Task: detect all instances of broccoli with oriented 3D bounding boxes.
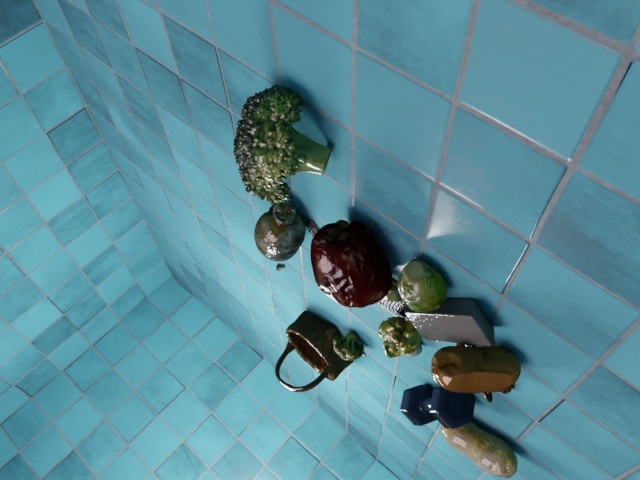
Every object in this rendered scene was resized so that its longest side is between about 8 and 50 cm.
[{"bbox_3d":[-0.119,-0.238,1.501,0.259,0.235,0.288,40,152,12],"label":"broccoli"},{"bbox_3d":[0.117,0.434,2.364,0.131,0.130,0.120,-120,41,-67],"label":"broccoli"}]

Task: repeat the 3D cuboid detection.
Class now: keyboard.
[{"bbox_3d":[0.000,0.000,1.966,0.166,0.017,0.055,55,157,-18],"label":"keyboard"},{"bbox_3d":[0.182,0.180,1.943,0.309,0.018,0.101,24,148,42],"label":"keyboard"}]

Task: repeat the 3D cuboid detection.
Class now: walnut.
[{"bbox_3d":[0.091,0.056,1.696,0.221,0.244,0.269,-7,122,16],"label":"walnut"}]

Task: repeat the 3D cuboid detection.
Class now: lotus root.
[{"bbox_3d":[-0.143,-0.012,2.003,0.175,0.175,0.350,42,162,10],"label":"lotus root"}]

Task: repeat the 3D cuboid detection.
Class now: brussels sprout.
[{"bbox_3d":[0.275,0.130,1.576,0.155,0.117,0.155,39,166,12],"label":"brussels sprout"}]

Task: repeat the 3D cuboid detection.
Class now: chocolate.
[{"bbox_3d":[0.563,0.724,2.043,0.309,0.134,0.134,26,150,46],"label":"chocolate"}]

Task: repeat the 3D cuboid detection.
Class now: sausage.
[{"bbox_3d":[0.423,0.347,1.570,0.240,0.136,0.120,1,122,1],"label":"sausage"}]

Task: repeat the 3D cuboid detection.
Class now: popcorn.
[{"bbox_3d":[0.263,0.306,1.871,0.141,0.135,0.163,52,138,46],"label":"popcorn"}]

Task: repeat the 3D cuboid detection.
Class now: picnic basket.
[{"bbox_3d":[-0.061,0.529,2.559,0.292,0.337,0.337,21,147,45],"label":"picnic basket"}]

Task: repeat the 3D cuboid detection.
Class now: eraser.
[{"bbox_3d":[0.360,0.226,1.639,0.111,0.077,0.352,55,157,-12],"label":"eraser"}]

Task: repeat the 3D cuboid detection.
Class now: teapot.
[{"bbox_3d":[0.308,0.347,1.959,0.083,0.064,0.064,-111,3,-56],"label":"teapot"}]

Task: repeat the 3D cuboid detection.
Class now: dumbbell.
[{"bbox_3d":[0.410,0.586,2.051,0.156,0.143,0.316,46,157,-1],"label":"dumbbell"}]

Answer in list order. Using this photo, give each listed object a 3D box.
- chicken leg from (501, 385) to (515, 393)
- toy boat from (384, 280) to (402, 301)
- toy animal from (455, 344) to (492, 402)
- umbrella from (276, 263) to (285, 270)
[{"bbox_3d":[0.534,0.408,1.687,0.062,0.037,0.145,2,136,30],"label":"chicken leg"},{"bbox_3d":[0.148,0.125,1.865,0.292,0.055,0.093,27,148,38],"label":"toy boat"},{"bbox_3d":[0.456,0.376,1.690,0.188,0.089,0.179,58,162,34],"label":"toy animal"},{"bbox_3d":[-0.170,0.114,2.450,0.083,0.020,0.032,161,107,-65],"label":"umbrella"}]
